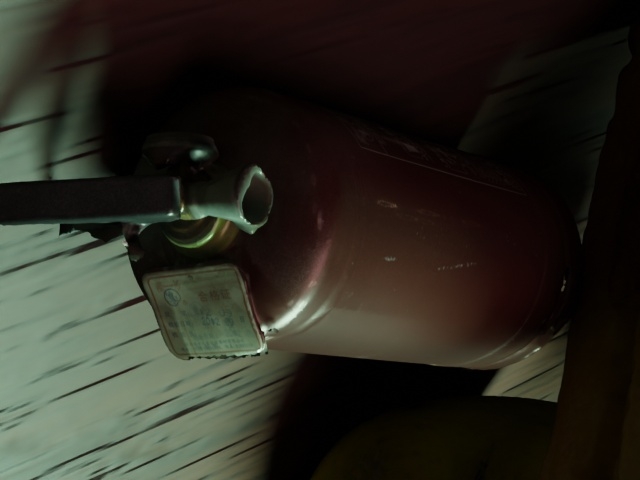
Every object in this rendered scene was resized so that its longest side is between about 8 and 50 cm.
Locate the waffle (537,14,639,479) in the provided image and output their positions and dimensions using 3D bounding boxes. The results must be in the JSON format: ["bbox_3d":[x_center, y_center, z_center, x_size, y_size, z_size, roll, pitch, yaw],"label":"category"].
[{"bbox_3d":[0.208,0.062,0.782,0.224,0.098,0.328,32,57,-33],"label":"waffle"}]

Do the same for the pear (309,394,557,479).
[{"bbox_3d":[0.073,0.153,0.852,0.267,0.267,0.178,-45,128,-5],"label":"pear"}]

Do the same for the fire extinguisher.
[{"bbox_3d":[0.000,0.000,0.659,0.269,0.105,0.105,9,118,-57],"label":"fire extinguisher"}]
